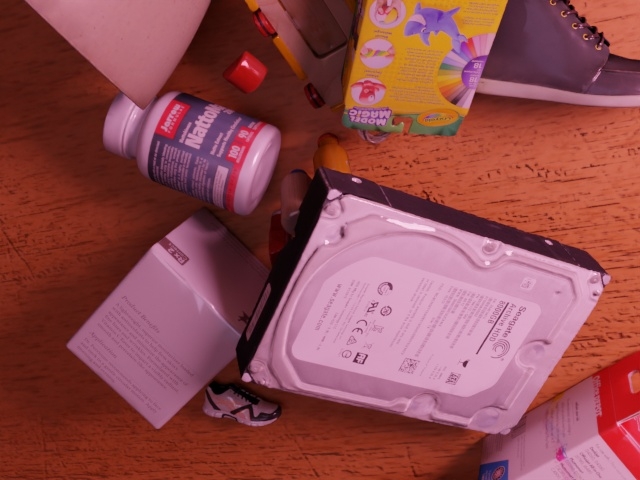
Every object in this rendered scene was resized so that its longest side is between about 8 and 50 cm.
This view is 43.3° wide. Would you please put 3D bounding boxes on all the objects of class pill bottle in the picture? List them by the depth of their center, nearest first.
[{"bbox_3d":[-0.146,-0.107,0.907,0.180,0.108,0.108,21,113,6],"label":"pill bottle"}]

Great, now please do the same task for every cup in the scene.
[{"bbox_3d":[-0.210,-0.324,0.761,0.331,0.331,0.237,44,90,-3],"label":"cup"}]

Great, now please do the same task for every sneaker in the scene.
[{"bbox_3d":[0.253,-0.196,0.784,0.222,0.083,0.118,7,110,14],"label":"sneaker"},{"bbox_3d":[-0.103,0.212,1.050,0.109,0.040,0.043,7,109,12],"label":"sneaker"}]

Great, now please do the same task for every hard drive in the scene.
[{"bbox_3d":[0.109,0.079,0.853,0.339,0.064,0.237,16,115,-22],"label":"hard drive"}]

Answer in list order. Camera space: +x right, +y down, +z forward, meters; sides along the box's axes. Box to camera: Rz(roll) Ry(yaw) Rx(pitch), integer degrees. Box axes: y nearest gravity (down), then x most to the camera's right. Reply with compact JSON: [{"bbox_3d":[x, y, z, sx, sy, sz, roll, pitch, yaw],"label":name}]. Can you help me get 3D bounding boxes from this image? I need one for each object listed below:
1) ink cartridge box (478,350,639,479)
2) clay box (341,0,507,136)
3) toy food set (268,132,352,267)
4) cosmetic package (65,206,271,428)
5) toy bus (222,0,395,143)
[{"bbox_3d":[0.291,0.229,0.900,0.231,0.134,0.078,-37,96,24],"label":"ink cartridge box"},{"bbox_3d":[0.095,-0.198,0.747,0.128,0.053,0.222,4,137,-9],"label":"clay box"},{"bbox_3d":[0.000,0.000,0.934,0.111,0.104,0.232,-11,125,4],"label":"toy food set"},{"bbox_3d":[-0.167,0.089,0.960,0.151,0.151,0.184,45,114,-4],"label":"cosmetic package"},{"bbox_3d":[0.005,-0.222,0.827,0.191,0.104,0.202,8,132,-15],"label":"toy bus"}]
